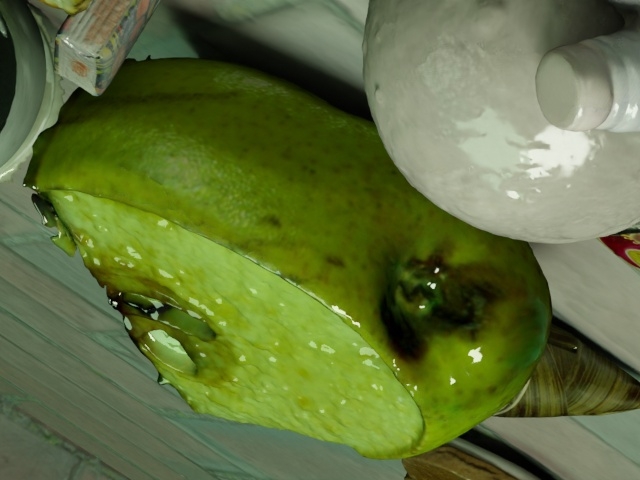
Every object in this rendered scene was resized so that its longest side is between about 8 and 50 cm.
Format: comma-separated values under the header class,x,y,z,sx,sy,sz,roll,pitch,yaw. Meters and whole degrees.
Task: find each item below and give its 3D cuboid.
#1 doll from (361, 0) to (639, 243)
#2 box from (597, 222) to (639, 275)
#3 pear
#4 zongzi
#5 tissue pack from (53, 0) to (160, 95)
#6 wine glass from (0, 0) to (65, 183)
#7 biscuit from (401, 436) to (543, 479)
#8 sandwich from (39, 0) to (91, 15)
class,x,y,z,sx,sy,sz,roll,pitch,yaw
doll,0.137,-0.075,0.640,0.151,0.151,0.287,39,155,-28
box,0.222,0.037,0.977,0.207,0.041,0.050,38,159,-26
pear,0.000,0.000,1.061,0.255,0.164,0.238,12,147,36
zongzi,0.107,0.075,1.267,0.184,0.084,0.187,14,-178,-21
tissue pack,-0.107,-0.123,0.993,0.035,0.083,0.063,29,164,-2
wine glass,-0.214,-0.090,1.050,0.143,0.143,0.321,32,177,-7
biscuit,0.154,0.219,1.627,0.181,0.049,0.208,26,164,17
sandwich,-0.189,-0.220,0.830,0.273,0.095,0.249,30,164,5
